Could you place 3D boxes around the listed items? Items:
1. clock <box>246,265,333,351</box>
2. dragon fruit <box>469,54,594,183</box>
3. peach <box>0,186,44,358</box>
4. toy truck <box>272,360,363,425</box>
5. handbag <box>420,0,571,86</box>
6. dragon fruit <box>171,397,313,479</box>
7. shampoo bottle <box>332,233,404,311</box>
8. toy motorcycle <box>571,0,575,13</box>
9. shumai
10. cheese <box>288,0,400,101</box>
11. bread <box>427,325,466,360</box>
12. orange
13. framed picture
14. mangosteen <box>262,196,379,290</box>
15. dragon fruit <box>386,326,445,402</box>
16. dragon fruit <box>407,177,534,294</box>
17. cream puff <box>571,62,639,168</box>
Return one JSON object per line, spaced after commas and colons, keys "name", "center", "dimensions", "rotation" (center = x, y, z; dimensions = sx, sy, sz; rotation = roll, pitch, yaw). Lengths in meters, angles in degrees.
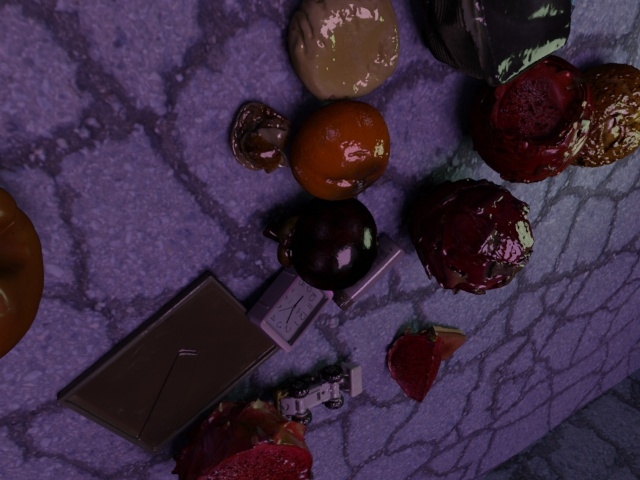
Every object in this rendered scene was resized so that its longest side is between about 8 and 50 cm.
{"name": "clock", "center": [-0.072, 0.161, 1.341], "dimensions": [0.197, 0.063, 0.150], "rotation": [-51, 133, -17]}
{"name": "dragon fruit", "center": [0.498, -0.284, 1.284], "dimensions": [0.296, 0.295, 0.301], "rotation": [-32, 162, -11]}
{"name": "peach", "center": [-0.600, 0.052, 0.775], "dimensions": [0.302, 0.342, 0.342], "rotation": [-14, 132, 3]}
{"name": "toy truck", "center": [-0.008, 0.447, 1.606], "dimensions": [0.286, 0.111, 0.136], "rotation": [-14, 113, -29]}
{"name": "handbag", "center": [0.320, -0.494, 1.044], "dimensions": [0.247, 0.240, 0.340], "rotation": [-35, 135, -6]}
{"name": "dragon fruit", "center": [-0.216, 0.570, 1.447], "dimensions": [0.371, 0.249, 0.386], "rotation": [1, 128, -28]}
{"name": "shampoo bottle", "center": [0.120, 0.086, 1.442], "dimensions": [0.227, 0.086, 0.056], "rotation": [-45, 133, 1]}
{"name": "toy motorcycle", "center": [0.547, -0.611, 1.198], "dimensions": [0.182, 0.124, 0.272], "rotation": [-13, 128, -40]}
{"name": "shumai", "center": [-0.105, -0.189, 1.065], "dimensions": [0.146, 0.116, 0.145], "rotation": [-19, 129, -24]}
{"name": "cheese", "center": [0.045, -0.375, 1.036], "dimensions": [0.214, 0.117, 0.226], "rotation": [-21, 136, -13]}
{"name": "bread", "center": [0.419, 0.354, 1.855], "dimensions": [0.192, 0.067, 0.119], "rotation": [19, 102, -43]}
{"name": "orange", "center": [0.043, -0.182, 1.111], "dimensions": [0.224, 0.170, 0.224], "rotation": [-28, 162, -10]}
{"name": "framed picture", "center": [-0.345, 0.314, 1.307], "dimensions": [0.446, 0.028, 0.326], "rotation": [-39, 128, -3]}
{"name": "mangosteen", "center": [0.000, 0.000, 1.223], "dimensions": [0.266, 0.228, 0.228], "rotation": [7, 121, -4]}
{"name": "dragon fruit", "center": [0.313, 0.378, 1.778], "dimensions": [0.126, 0.161, 0.274], "rotation": [-31, 133, -53]}
{"name": "dragon fruit", "center": [0.389, -0.015, 1.401], "dimensions": [0.329, 0.329, 0.329], "rotation": [-18, 130, -23]}
{"name": "cream puff", "center": [0.806, -0.343, 1.505], "dimensions": [0.303, 0.212, 0.303], "rotation": [-15, 124, -23]}
